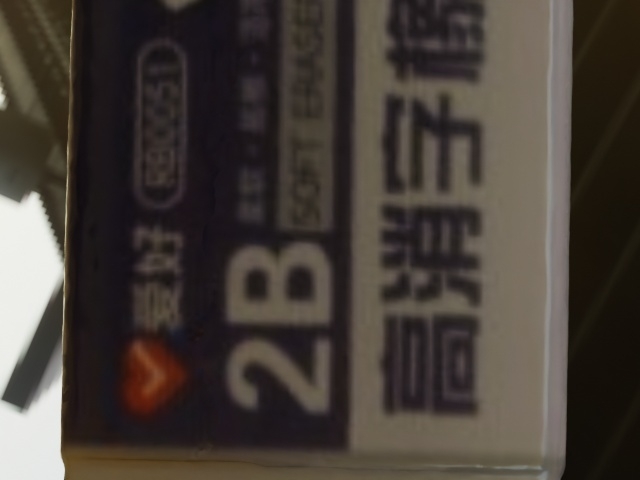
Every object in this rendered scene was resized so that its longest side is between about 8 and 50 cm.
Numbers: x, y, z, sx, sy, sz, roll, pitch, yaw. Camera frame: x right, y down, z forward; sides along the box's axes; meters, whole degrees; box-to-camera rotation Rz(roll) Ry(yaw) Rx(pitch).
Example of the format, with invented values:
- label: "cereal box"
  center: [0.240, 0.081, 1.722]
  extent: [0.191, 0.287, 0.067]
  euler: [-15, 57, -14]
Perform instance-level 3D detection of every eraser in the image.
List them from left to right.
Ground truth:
- label: "eraser"
  center: [0.000, 0.000, 0.444]
  extent: [0.068, 0.124, 0.210]
  euler: [30, 61, -85]
